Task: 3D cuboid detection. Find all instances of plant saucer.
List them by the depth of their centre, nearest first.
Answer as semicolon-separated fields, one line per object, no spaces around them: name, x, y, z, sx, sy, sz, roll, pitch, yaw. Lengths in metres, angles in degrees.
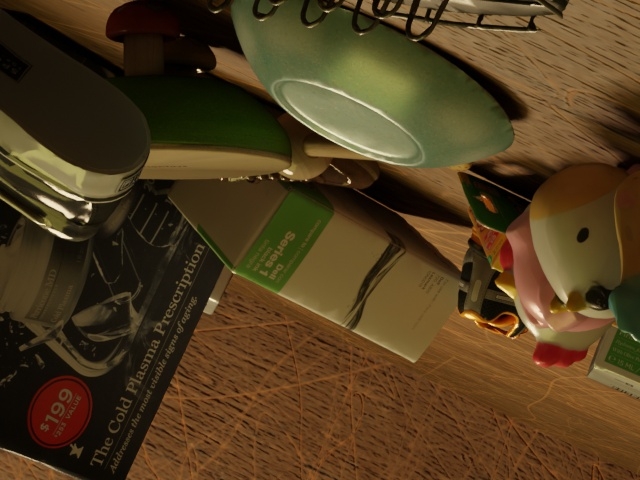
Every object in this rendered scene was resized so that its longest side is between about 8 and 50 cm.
plant saucer;0.024;-0.088;1.229;0.195;0.037;0.195;26;168;6

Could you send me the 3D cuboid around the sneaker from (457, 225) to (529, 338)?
sneaker;0.166;0.046;1.712;0.084;0.083;0.215;18;173;29

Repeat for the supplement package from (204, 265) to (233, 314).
supplement package;-0.148;-0.011;2.143;0.139;0.134;0.244;24;174;-2

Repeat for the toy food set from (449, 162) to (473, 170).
toy food set;0.069;-0.074;1.348;0.082;0.020;0.083;24;174;2

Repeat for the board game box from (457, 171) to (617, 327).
board game box;0.214;0.030;1.450;0.259;0.039;0.124;28;-165;-13

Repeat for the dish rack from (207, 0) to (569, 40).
dish rack;-0.030;-0.145;0.882;0.271;0.074;0.208;29;173;-39

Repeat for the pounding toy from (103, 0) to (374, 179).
pounding toy;-0.085;-0.105;1.398;0.236;0.110;0.183;1;176;-18

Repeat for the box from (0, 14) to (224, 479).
box;-0.267;0.007;1.785;0.312;0.343;0.179;28;174;-41

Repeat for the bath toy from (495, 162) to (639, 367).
bath toy;0.179;0.015;1.202;0.151;0.129;0.348;24;174;-5

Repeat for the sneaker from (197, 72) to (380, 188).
sneaker;-0.048;-0.070;1.574;0.188;0.071;0.066;24;174;-2

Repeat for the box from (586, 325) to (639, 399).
box;0.279;0.087;1.611;0.101;0.087;0.102;23;173;7

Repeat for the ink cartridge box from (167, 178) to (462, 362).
ink cartridge box;0.000;0.000;1.720;0.219;0.092;0.160;29;-170;-35

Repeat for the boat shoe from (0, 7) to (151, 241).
boat shoe;-0.251;-0.114;1.274;0.306;0.113;0.105;34;133;-5
